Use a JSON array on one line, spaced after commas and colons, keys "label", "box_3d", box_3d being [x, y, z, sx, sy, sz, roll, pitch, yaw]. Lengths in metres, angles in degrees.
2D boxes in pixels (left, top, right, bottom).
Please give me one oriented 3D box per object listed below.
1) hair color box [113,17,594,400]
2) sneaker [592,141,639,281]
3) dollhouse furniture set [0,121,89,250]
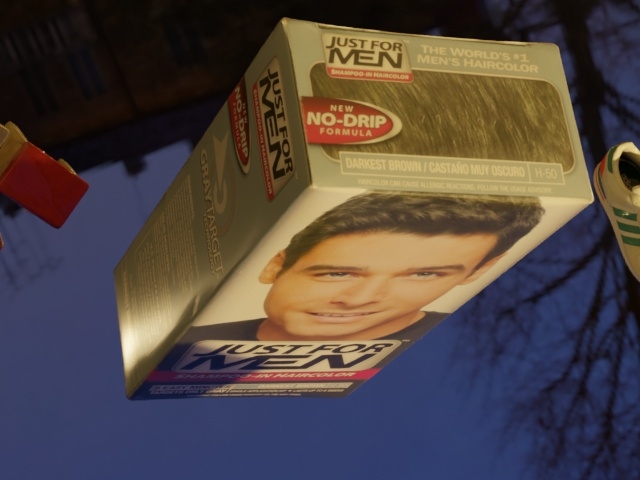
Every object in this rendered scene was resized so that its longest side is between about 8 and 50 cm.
[{"label": "hair color box", "box_3d": [0.000, 0.000, 0.983, 0.185, 0.113, 0.374, 1, 155, -24]}, {"label": "sneaker", "box_3d": [0.311, -0.021, 1.379, 0.057, 0.161, 0.075, -21, 161, -8]}, {"label": "dollhouse furniture set", "box_3d": [-0.430, -0.073, 1.558, 0.201, 0.374, 0.152, -55, -140, -3]}]
